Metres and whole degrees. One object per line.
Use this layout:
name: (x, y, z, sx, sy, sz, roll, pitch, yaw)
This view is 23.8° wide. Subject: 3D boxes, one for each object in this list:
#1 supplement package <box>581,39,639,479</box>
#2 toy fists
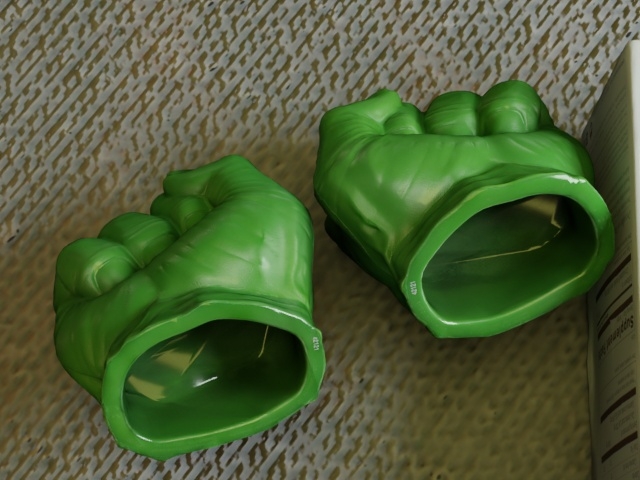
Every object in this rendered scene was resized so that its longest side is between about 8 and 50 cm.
supplement package: (0.208, 0.041, 0.739, 0.139, 0.134, 0.244, 1, 74, 0)
toy fists: (0.000, 0.000, 0.749, 0.279, 0.142, 0.096, -23, 117, -5)
